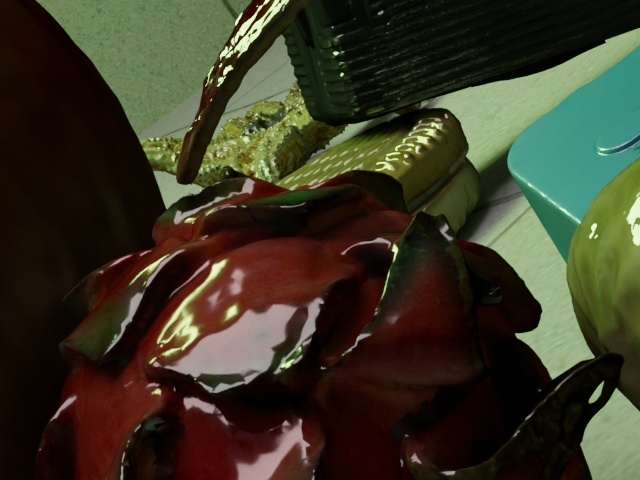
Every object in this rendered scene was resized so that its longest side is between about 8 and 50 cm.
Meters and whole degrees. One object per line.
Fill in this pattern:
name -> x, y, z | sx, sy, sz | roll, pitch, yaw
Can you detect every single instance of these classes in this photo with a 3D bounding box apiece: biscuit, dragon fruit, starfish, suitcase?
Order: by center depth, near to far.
dragon fruit -> -0.002, 0.084, 0.703 | 0.192, 0.193, 0.274 | -4, 42, -10
biscuit -> 0.000, 0.000, 1.371 | 0.259, 0.079, 0.259 | -32, 10, 6
suitcase -> 0.122, -0.230, 1.416 | 0.335, 0.229, 0.152 | -19, 7, -10
starfish -> -0.050, -0.093, 1.897 | 0.312, 0.113, 0.303 | -28, 10, -19

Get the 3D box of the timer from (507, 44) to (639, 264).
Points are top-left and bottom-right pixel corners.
timer -> 0.221, -0.053, 0.895 | 0.232, 0.091, 0.250 | -35, 14, -5

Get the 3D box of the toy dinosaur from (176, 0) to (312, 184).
toy dinosaur -> 0.134, -0.080, 0.714 | 0.327, 0.113, 0.207 | -6, 9, -40

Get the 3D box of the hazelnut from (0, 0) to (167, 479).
hazelnut -> -0.234, 0.068, 0.859 | 0.353, 0.421, 0.421 | -24, 14, 29

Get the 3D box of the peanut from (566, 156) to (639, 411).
peanut -> 0.190, -0.001, 0.657 | 0.253, 0.122, 0.137 | -24, 3, 31
